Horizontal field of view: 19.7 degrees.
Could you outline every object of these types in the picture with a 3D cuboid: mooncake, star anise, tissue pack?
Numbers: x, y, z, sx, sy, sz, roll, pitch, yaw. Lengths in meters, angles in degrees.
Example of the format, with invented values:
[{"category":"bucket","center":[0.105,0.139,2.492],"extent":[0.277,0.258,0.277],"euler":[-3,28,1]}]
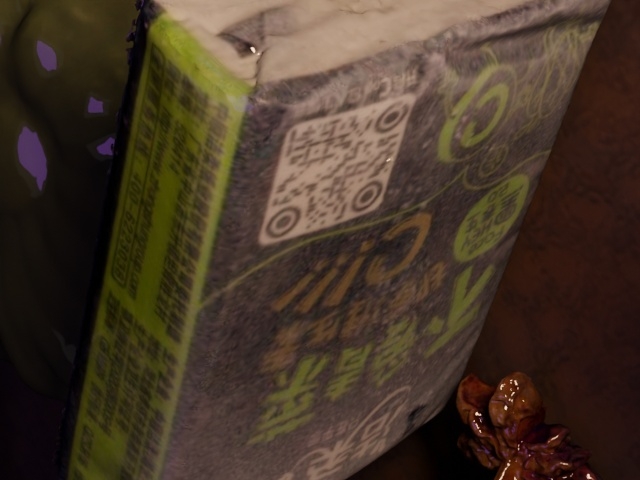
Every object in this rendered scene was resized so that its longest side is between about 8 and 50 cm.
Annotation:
[{"category":"mooncake","center":[-0.168,-0.055,1.360],"extent":[0.356,0.194,0.356],"euler":[28,132,36]},{"category":"star anise","center":[0.147,0.174,1.242],"extent":[0.191,0.070,0.097],"euler":[56,140,4]},{"category":"tissue pack","center":[0.000,0.000,1.123],"extent":[0.124,0.288,0.394],"euler":[45,139,29]}]
